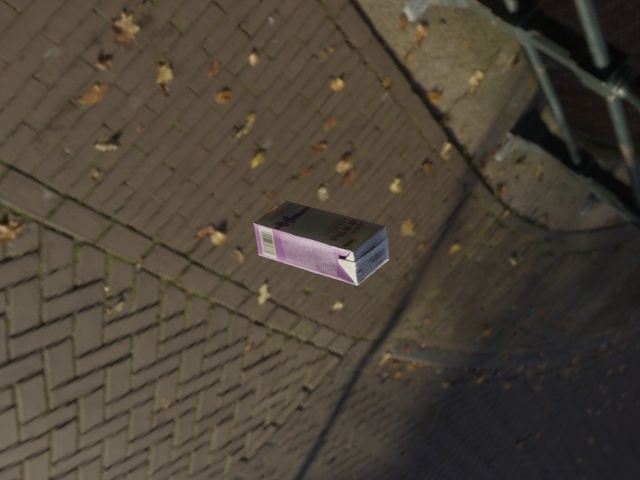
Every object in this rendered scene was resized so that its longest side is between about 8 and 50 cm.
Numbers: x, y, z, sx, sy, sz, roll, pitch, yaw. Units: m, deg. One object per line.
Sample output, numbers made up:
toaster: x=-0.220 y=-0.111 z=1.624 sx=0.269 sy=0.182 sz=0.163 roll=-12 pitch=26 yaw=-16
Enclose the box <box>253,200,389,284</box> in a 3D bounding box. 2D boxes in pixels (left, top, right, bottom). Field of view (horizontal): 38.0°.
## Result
box: x=0.000 y=0.000 z=0.810 sx=0.050 sy=0.117 sz=0.036 roll=-38 pitch=129 yaw=-40
